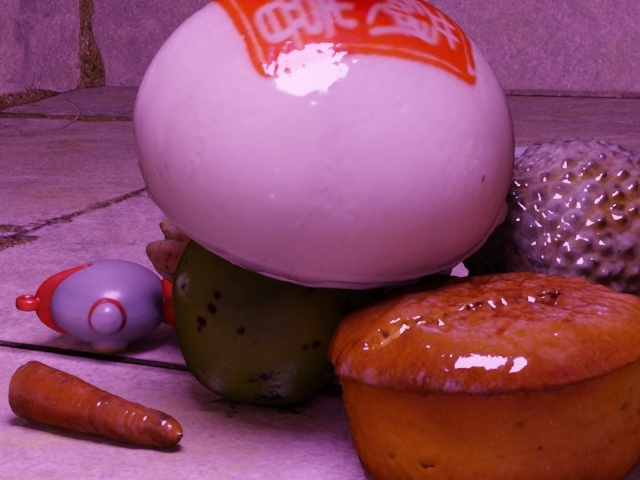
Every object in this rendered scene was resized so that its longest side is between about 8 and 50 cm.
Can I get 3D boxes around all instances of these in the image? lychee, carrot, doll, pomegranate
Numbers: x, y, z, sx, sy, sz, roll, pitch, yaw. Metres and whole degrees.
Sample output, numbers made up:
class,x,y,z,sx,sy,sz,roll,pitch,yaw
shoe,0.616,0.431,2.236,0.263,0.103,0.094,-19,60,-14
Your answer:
class,x,y,z,sx,sy,sz,roll,pitch,yaw
lychee,0.278,0.015,1.544,0.255,0.255,0.274,2,17,20
carrot,-0.217,0.170,1.428,0.210,0.061,0.061,11,20,34
doll,-0.190,0.079,1.706,0.336,0.105,0.200,2,14,-12
pomegranate,-0.073,0.043,1.530,0.236,0.236,0.302,-15,34,-40

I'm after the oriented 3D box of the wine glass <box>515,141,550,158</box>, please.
class,x,y,z,sx,sy,sz,roll,pitch,yaw
wine glass,0.238,-0.010,1.737,0.111,0.204,0.111,-7,15,2

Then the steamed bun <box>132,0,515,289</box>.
class,x,y,z,sx,sy,sz,roll,pitch,yaw
steamed bun,0.011,-0.127,1.378,0.374,0.241,0.374,8,30,-5

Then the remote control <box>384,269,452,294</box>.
class,x,y,z,sx,sy,sz,roll,pitch,yaw
remote control,0.000,0.000,1.738,0.332,0.103,0.221,17,10,26

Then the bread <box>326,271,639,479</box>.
class,x,y,z,sx,sy,sz,roll,pitch,yaw
bread,0.154,0.125,1.298,0.312,0.172,0.312,-5,9,1
